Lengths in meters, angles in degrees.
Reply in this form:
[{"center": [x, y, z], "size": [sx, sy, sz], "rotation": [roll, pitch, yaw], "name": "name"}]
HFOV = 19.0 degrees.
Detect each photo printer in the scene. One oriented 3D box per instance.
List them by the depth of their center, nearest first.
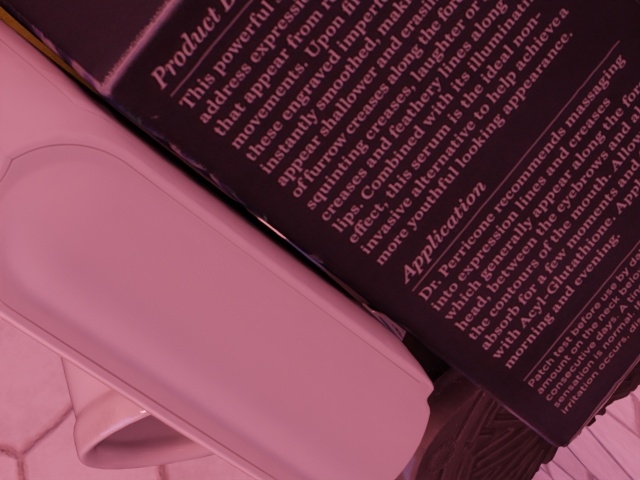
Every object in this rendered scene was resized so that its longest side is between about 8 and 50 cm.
[{"center": [-0.112, -0.006, 0.956], "size": [0.307, 0.107, 0.256], "rotation": [38, 180, -39], "name": "photo printer"}]

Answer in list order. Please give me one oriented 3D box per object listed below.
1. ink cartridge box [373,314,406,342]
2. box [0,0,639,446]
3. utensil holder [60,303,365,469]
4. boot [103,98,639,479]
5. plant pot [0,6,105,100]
[{"center": [0.097, 0.029, 2.098], "size": [0.211, 0.121, 0.289], "rotation": [53, 172, -34], "name": "ink cartridge box"}, {"center": [0.015, -0.111, 1.050], "size": [0.395, 0.212, 0.293], "rotation": [39, -179, -39], "name": "box"}, {"center": [-0.133, 0.001, 1.950], "size": [0.327, 0.327, 0.386], "rotation": [72, -179, -76], "name": "utensil holder"}, {"center": [0.001, 0.000, 1.389], "size": [0.445, 0.146, 0.367], "rotation": [33, -152, 24], "name": "boot"}, {"center": [-0.279, -0.225, 1.435], "size": [0.366, 0.366, 0.353], "rotation": [45, 149, 28], "name": "plant pot"}]
